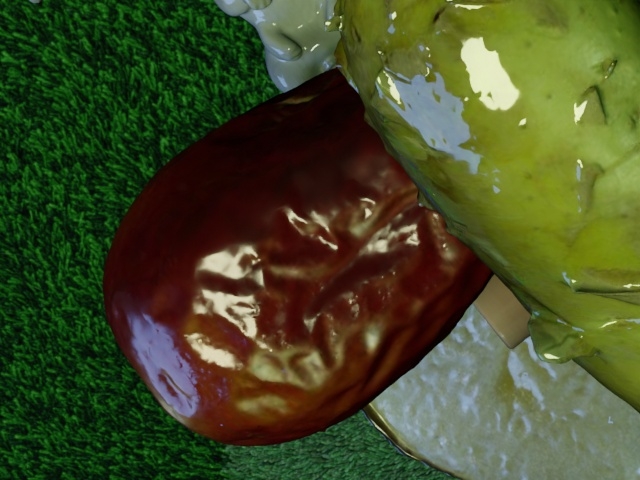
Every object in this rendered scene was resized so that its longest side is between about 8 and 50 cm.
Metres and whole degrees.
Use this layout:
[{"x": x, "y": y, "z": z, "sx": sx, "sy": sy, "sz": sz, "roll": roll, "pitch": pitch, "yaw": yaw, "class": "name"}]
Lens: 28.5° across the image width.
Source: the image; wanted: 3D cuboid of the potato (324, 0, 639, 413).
[{"x": 0.084, "y": -0.017, "z": 0.409, "sx": 0.225, "sy": 0.090, "sz": 0.117, "roll": 51, "pitch": -175, "yaw": -26, "class": "potato"}]

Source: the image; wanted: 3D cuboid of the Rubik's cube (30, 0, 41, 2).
[{"x": -0.350, "y": -0.362, "z": 0.941, "sx": 0.368, "sy": 0.387, "sz": 0.358, "roll": 55, "pitch": -155, "yaw": -56, "class": "Rubik's cube"}]

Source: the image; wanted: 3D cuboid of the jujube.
[{"x": 0.000, "y": 0.000, "z": 0.893, "sx": 0.223, "sy": 0.318, "sz": 0.223, "roll": 52, "pitch": -175, "yaw": -6, "class": "jujube"}]

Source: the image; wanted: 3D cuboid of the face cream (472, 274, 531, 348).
[{"x": 0.151, "y": 0.001, "z": 1.037, "sx": 0.149, "sy": 0.104, "sz": 0.149, "roll": 51, "pitch": -175, "yaw": -6, "class": "face cream"}]

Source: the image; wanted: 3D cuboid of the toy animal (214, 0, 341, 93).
[{"x": -0.028, "y": -0.244, "z": 1.318, "sx": 0.193, "sy": 0.127, "sz": 0.178, "roll": 47, "pitch": -171, "yaw": -39, "class": "toy animal"}]

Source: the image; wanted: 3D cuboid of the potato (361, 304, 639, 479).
[{"x": 0.232, "y": 0.099, "z": 1.434, "sx": 0.397, "sy": 0.289, "sz": 0.296, "roll": 13, "pitch": -160, "yaw": 26, "class": "potato"}]
